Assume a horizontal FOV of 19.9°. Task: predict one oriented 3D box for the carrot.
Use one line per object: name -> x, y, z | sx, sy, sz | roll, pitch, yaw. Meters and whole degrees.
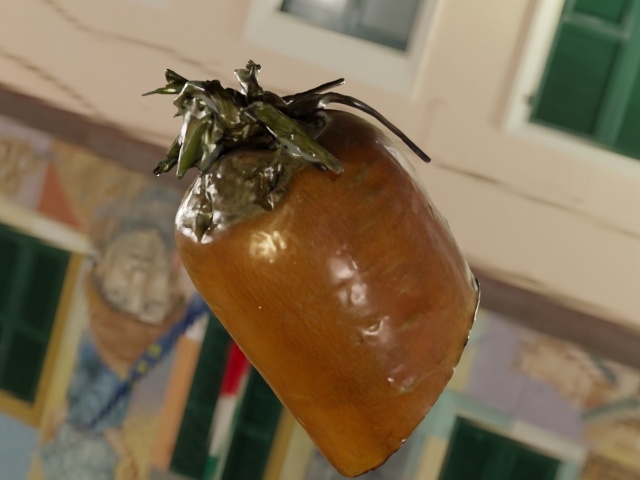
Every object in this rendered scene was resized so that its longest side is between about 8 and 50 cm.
carrot -> 0.000, 0.000, 1.419 | 0.331, 0.214, 0.193 | 52, -176, -21
